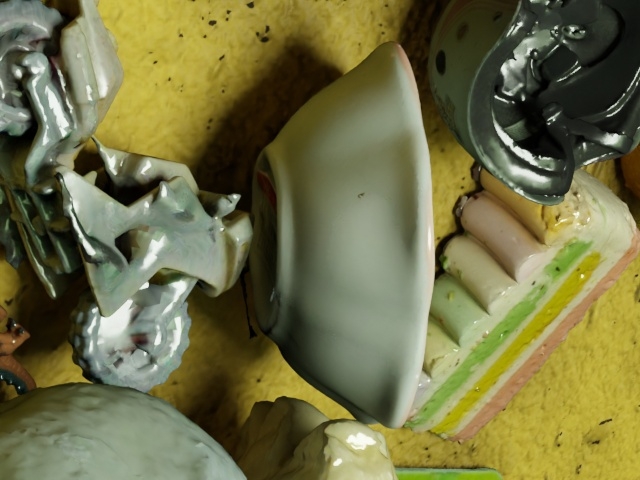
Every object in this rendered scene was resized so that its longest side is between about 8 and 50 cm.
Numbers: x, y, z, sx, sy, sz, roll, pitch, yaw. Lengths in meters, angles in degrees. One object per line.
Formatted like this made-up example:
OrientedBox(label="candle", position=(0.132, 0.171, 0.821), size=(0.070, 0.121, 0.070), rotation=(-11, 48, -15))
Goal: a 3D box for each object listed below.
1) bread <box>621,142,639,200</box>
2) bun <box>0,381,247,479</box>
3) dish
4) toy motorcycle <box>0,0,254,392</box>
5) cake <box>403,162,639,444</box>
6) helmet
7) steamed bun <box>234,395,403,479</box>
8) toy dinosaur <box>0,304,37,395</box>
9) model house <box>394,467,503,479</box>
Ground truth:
OrientedBox(label="bread", position=(0.317, -0.060, 1.153), size=(0.229, 0.143, 0.139), rotation=(-9, 129, -33))
OrientedBox(label="bun", position=(-0.172, 0.218, 0.773), size=(0.194, 0.354, 0.354), rotation=(28, 94, -5))
OrientedBox(label="dish", position=(0.000, 0.000, 0.887), size=(0.081, 0.229, 0.229), rotation=(1, 115, -11))
OrientedBox(label="toy motorcycle", position=(-0.109, -0.035, 0.834), size=(0.130, 0.094, 0.229), rotation=(-34, 118, -28))
OrientedBox(label="cake", position=(0.131, 0.050, 1.082), size=(0.109, 0.090, 0.225), rotation=(14, 104, -48))
OrientedBox(label="helmet", position=(0.135, -0.119, 0.976), size=(0.177, 0.107, 0.153), rotation=(-37, 127, -25))
OrientedBox(label="steamed bun", position=(-0.027, 0.249, 0.915), size=(0.137, 0.295, 0.292), rotation=(27, 137, -18))
OrientedBox(label="toy dinosaur", position=(-0.190, 0.053, 0.833), size=(0.055, 0.049, 0.154), rotation=(-50, 130, -11))
OrientedBox(label="model house", position=(0.097, 0.356, 1.065), size=(0.242, 0.313, 0.358), rotation=(10, 105, -45))
